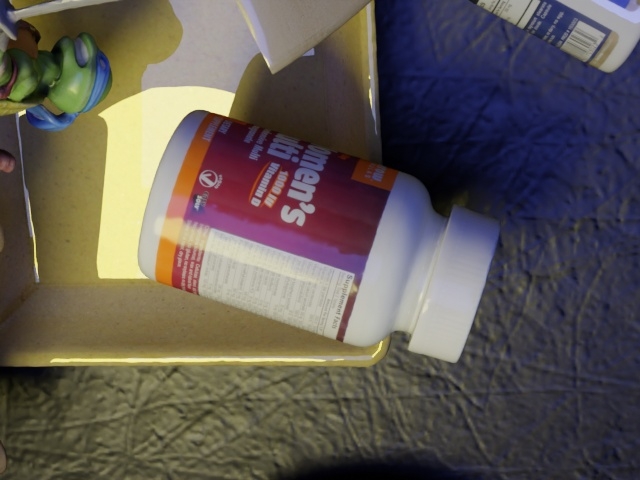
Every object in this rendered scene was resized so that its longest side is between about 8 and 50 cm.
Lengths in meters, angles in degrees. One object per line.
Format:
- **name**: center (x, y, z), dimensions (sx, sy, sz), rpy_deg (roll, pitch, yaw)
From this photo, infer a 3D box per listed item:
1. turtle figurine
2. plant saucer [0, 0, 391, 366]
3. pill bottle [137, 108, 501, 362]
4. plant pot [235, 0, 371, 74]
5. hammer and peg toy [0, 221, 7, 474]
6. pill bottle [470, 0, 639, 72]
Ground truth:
- **turtle figurine**: center (-0.243, -0.175, 0.929), dimensions (0.266, 0.198, 0.274), rpy_deg (3, 154, -25)
- **plant saucer**: center (-0.116, -0.076, 1.097), dimensions (0.333, 0.081, 0.333), rpy_deg (-1, 106, 9)
- **pill bottle**: center (0.000, 0.000, 0.995), dimensions (0.221, 0.121, 0.121), rpy_deg (17, 109, 3)
- **plant pot**: center (-0.013, -0.180, 0.957), dimensions (0.096, 0.109, 0.109), rpy_deg (-26, 101, 4)
- **hammer and peg toy**: center (-0.342, 0.115, 1.115), dimensions (0.266, 0.127, 0.361), rpy_deg (21, 118, 36)
- **pill bottle**: center (0.146, -0.192, 1.011), dimensions (0.169, 0.094, 0.094), rpy_deg (28, 109, 0)
